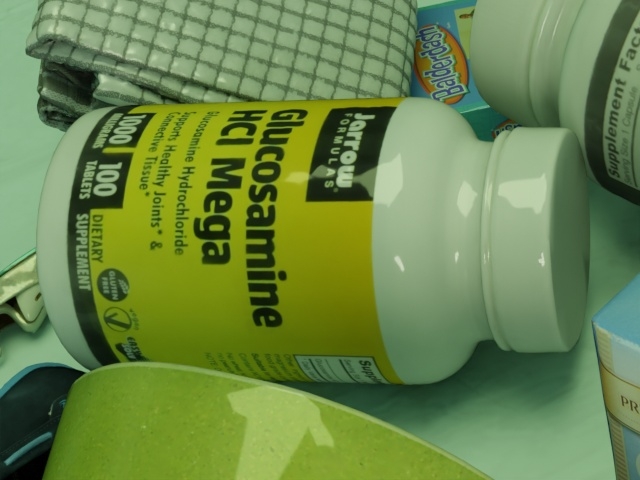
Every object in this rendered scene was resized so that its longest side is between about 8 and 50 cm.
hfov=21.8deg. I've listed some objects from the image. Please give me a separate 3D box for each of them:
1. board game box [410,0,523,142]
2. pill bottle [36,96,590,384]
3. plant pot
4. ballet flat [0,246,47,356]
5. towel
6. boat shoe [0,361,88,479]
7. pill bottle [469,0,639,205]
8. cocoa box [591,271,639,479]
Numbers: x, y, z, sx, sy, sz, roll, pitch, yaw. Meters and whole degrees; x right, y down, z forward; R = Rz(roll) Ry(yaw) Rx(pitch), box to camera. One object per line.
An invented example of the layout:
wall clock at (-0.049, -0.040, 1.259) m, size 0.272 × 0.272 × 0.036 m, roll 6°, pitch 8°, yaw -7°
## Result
board game box at (0.166, -0.142, 1.316) m, size 0.210 × 0.047 × 0.160 m, roll -11°, pitch 40°, yaw 6°
pill bottle at (0.000, 0.000, 1.094) m, size 0.334 × 0.188 × 0.188 m, roll -1°, pitch 42°, yaw 19°
plant pot at (-0.050, 0.252, 0.788) m, size 0.275 × 0.275 × 0.293 m, roll 8°, pitch 61°, yaw 27°
ballet flat at (-0.237, 0.058, 1.229) m, size 0.168 × 0.057 × 0.052 m, roll -34°, pitch 70°, yaw -15°
towel at (-0.071, -0.165, 1.262) m, size 0.284 × 0.121 × 0.235 m, roll 15°, pitch 59°, yaw -12°
boat shoe at (-0.201, 0.167, 1.036) m, size 0.089 × 0.109 × 0.258 m, roll 10°, pitch 48°, yaw 24°
pill bottle at (0.286, -0.096, 1.074) m, size 0.204 × 0.204 × 0.361 m, roll -39°, pitch 49°, yaw -25°
cocoa box at (0.334, 0.109, 0.749) m, size 0.347 × 0.228 × 0.231 m, roll 26°, pitch 55°, yaw 40°
